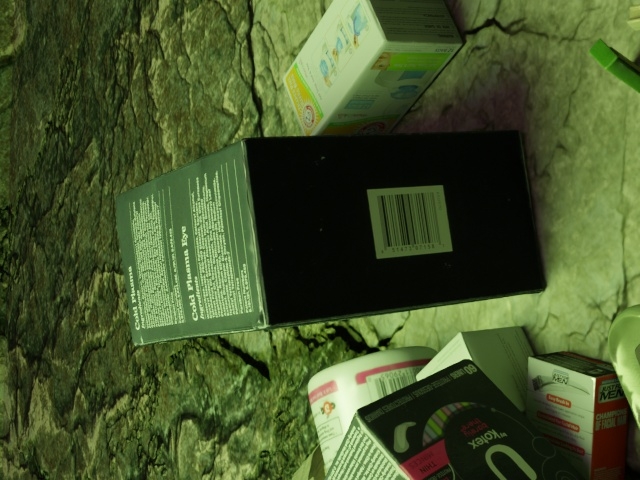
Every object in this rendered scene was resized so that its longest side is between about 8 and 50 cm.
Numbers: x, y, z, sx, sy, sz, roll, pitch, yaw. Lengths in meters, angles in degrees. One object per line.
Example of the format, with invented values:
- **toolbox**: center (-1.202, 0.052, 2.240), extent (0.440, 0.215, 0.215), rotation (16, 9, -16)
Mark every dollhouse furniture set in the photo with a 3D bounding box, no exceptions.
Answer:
- **dollhouse furniture set**: center (0.313, -0.204, 0.981), extent (0.152, 0.058, 0.076), rotation (-52, 40, 21)

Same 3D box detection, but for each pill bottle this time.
- **pill bottle**: center (0.092, 0.275, 1.245), extent (0.160, 0.160, 0.283), rotation (-37, 61, 53)

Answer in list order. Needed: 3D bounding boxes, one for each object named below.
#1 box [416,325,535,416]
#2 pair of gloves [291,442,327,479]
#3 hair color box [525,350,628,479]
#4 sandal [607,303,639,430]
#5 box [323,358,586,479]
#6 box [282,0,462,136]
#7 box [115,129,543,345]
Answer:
- **box**: center (0.174, 0.159, 1.173), extent (0.101, 0.087, 0.102), rotation (-53, 50, 45)
- **pair of gloves**: center (-0.010, 0.364, 1.442), extent (0.204, 0.042, 0.240), rotation (121, 166, -48)
- **hair color box**: center (0.249, 0.201, 1.089), extent (0.093, 0.053, 0.167), rotation (14, 107, 56)
- **sandal**: center (0.316, 0.193, 0.949), extent (0.120, 0.086, 0.303), rotation (-59, 45, 42)
- **box**: center (0.149, 0.268, 1.029), extent (0.270, 0.165, 0.143), rotation (46, 135, 27)
- **box**: center (0.055, -0.209, 1.303), extent (0.203, 0.114, 0.103), rotation (-49, 54, 48)
- **box**: center (0.000, 0.000, 1.196), extent (0.312, 0.343, 0.179), rotation (-15, 81, 57)
